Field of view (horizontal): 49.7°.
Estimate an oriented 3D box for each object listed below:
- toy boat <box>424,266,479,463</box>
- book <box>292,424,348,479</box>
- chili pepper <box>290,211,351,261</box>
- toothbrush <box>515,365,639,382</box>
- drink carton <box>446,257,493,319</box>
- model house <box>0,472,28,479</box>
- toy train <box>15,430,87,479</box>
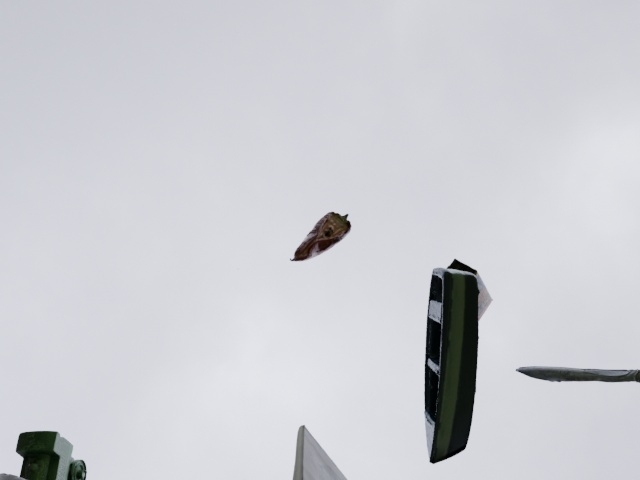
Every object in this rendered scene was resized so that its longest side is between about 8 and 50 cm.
[{"bbox_3d":[0.196,0.190,1.042,0.062,0.096,0.298,3,-87,-7],"label":"toy boat"},{"bbox_3d":[0.049,0.410,0.945,0.025,0.215,0.282,-34,-76,10],"label":"book"},{"bbox_3d":[0.000,0.000,0.968,0.045,0.178,0.027,38,-58,5],"label":"chili pepper"},{"bbox_3d":[0.529,0.247,1.257,0.035,0.414,0.042,-24,-82,-37],"label":"toothbrush"},{"bbox_3d":[0.252,0.095,1.217,0.056,0.165,0.071,27,-100,31],"label":"drink carton"},{"bbox_3d":[-0.149,0.331,0.360,0.317,0.297,0.282,14,-90,13],"label":"model house"},{"bbox_3d":[-0.334,0.323,0.825,0.071,0.104,0.178,-3,-126,3],"label":"toy train"}]
